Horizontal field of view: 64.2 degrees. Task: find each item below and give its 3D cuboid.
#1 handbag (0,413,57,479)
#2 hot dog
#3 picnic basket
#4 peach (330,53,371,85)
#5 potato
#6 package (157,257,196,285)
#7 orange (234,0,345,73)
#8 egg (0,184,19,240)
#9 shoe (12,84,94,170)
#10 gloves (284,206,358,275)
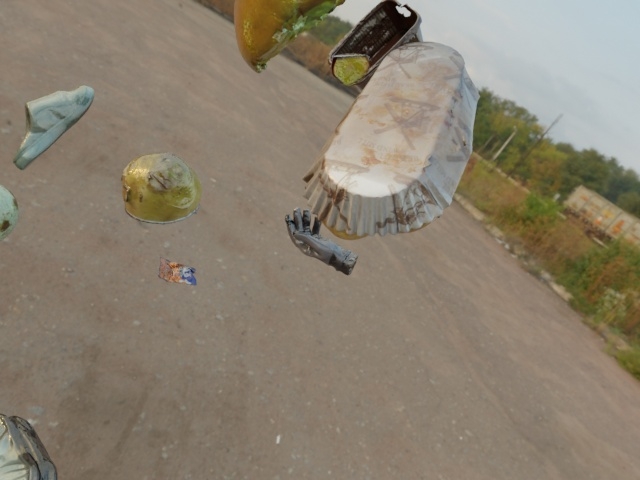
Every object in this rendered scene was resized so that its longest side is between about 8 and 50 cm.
[{"bbox_3d":[-0.453,0.369,0.579,0.191,0.332,0.075,21,-25,41],"label":"handbag"},{"bbox_3d":[0.076,-0.100,0.469,0.131,0.069,0.253,16,54,16],"label":"hot dog"},{"bbox_3d":[0.182,-0.593,1.608,0.129,0.297,0.222,37,13,-52],"label":"picnic basket"},{"bbox_3d":[0.063,-0.380,1.107,0.077,0.083,0.050,40,8,-24],"label":"peach"},{"bbox_3d":[-0.505,-0.201,1.668,0.246,0.196,0.300,14,27,-10],"label":"potato"},{"bbox_3d":[-0.385,0.086,1.372,0.110,0.033,0.077,17,54,-30],"label":"package"},{"bbox_3d":[-0.053,-0.511,1.068,0.196,0.334,0.263,50,28,-32],"label":"orange"},{"bbox_3d":[-0.840,-0.056,1.203,0.231,0.169,0.169,-27,57,-30],"label":"egg"},{"bbox_3d":[-0.623,-0.276,1.156,0.103,0.251,0.100,3,-33,47],"label":"shoe"},{"bbox_3d":[-0.002,0.010,1.652,0.285,0.119,0.142,44,17,-1],"label":"gloves"}]
